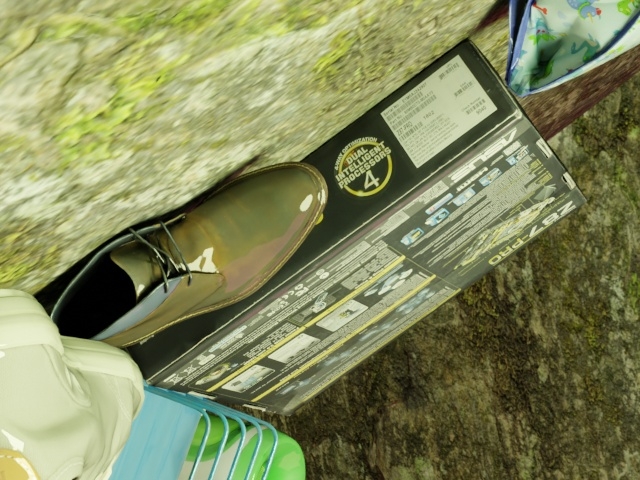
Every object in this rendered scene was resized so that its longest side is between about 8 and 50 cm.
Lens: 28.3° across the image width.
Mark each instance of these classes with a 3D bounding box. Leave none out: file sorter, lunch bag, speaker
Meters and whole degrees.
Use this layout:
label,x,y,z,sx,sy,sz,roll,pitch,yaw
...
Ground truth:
label,x,y,z,sx,sy,sz,roll,pitch,yaw
file sorter,-0.126,0.201,1.176,0.170,0.104,0.118,32,76,-66
lunch bag,0.216,-0.182,0.971,0.129,0.096,0.151,-31,164,-35
speaker,-0.169,0.243,1.411,0.296,0.131,0.131,8,-160,31

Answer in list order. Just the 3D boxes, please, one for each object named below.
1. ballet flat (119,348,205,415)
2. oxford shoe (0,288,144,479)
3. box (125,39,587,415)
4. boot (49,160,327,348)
label,x,y,z,sx,sy,sz,roll,pitch,yaw
ballet flat,-0.241,0.209,1.211,0.409,0.147,0.147,-30,173,-47
oxford shoe,-0.197,0.128,0.797,0.169,0.130,0.449,-14,170,-5
box,0.043,0.012,1.191,0.395,0.097,0.318,-37,156,11
boot,-0.094,0.017,0.901,0.219,0.082,0.106,-34,177,11
